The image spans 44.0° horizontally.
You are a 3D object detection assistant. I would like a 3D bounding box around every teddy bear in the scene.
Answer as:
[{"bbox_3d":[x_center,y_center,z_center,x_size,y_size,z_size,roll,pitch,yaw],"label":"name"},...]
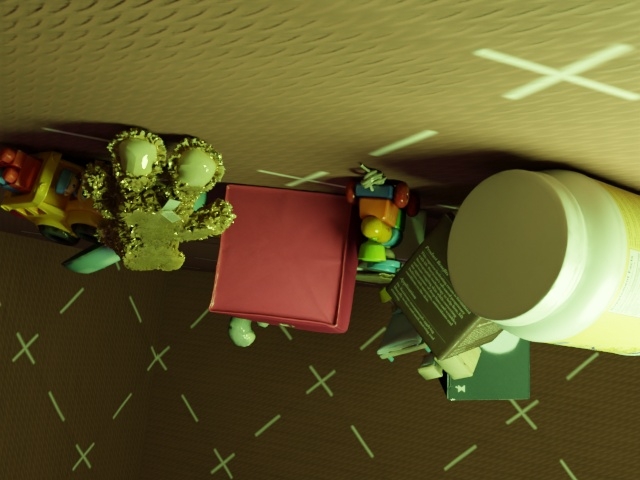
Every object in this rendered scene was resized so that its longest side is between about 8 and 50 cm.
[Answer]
[{"bbox_3d":[-0.264,-0.073,1.283,0.245,0.113,0.338,-5,151,-4],"label":"teddy bear"}]

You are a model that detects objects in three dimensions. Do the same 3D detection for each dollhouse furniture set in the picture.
[{"bbox_3d":[0.185,0.143,1.678,0.303,0.286,0.198,-22,115,43],"label":"dollhouse furniture set"}]

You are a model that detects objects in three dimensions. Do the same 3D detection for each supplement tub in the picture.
[{"bbox_3d":[0.369,0.033,1.132,0.331,0.241,0.241,12,172,-35],"label":"supplement tub"}]

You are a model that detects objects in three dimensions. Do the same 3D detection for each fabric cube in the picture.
[{"bbox_3d":[-0.059,0.045,1.607,0.254,0.259,0.258,7,173,7],"label":"fabric cube"}]

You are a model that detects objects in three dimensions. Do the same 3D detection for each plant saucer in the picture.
[{"bbox_3d":[-0.357,-0.013,1.567,0.317,0.044,0.317,-26,-170,5],"label":"plant saucer"}]

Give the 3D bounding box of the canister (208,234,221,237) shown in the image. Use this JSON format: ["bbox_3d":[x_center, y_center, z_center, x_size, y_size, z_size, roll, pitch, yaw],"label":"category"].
[{"bbox_3d":[-0.278,-0.044,1.880,0.169,0.073,0.126,7,173,15],"label":"canister"}]

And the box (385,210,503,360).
[{"bbox_3d":[0.257,0.071,1.362,0.167,0.168,0.203,-9,145,-44],"label":"box"}]

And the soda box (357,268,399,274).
[{"bbox_3d":[0.209,0.068,2.328,0.216,0.069,0.074,6,173,1],"label":"soda box"}]

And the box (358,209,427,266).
[{"bbox_3d":[0.143,0.002,1.667,0.094,0.113,0.275,9,172,-5],"label":"box"}]

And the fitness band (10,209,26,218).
[{"bbox_3d":[-0.506,-0.077,1.676,0.290,0.054,0.209,5,-170,8],"label":"fitness band"}]

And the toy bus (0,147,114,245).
[{"bbox_3d":[-0.478,-0.099,1.433,0.220,0.150,0.211,-1,154,40],"label":"toy bus"}]

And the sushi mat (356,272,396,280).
[{"bbox_3d":[0.175,0.111,2.344,0.151,0.019,0.316,8,175,-21],"label":"sushi mat"}]

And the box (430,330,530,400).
[{"bbox_3d":[0.416,0.230,2.127,0.211,0.294,0.395,-1,-174,2],"label":"box"}]

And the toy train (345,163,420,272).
[{"bbox_3d":[0.088,-0.029,1.314,0.105,0.144,0.248,4,173,20],"label":"toy train"}]

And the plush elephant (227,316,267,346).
[{"bbox_3d":[-0.071,0.091,1.921,0.255,0.330,0.272,9,130,10],"label":"plush elephant"}]
